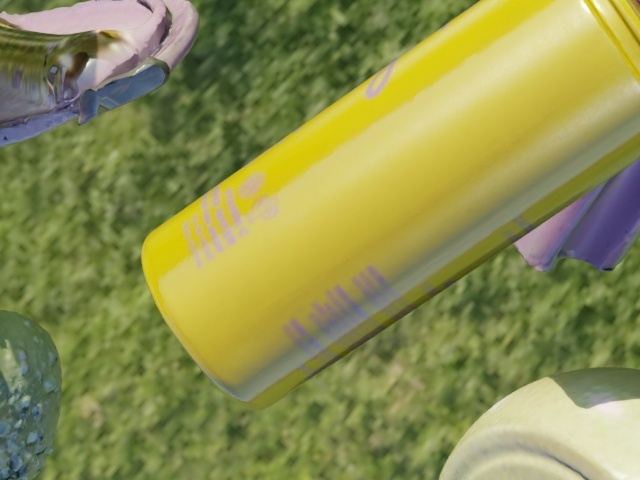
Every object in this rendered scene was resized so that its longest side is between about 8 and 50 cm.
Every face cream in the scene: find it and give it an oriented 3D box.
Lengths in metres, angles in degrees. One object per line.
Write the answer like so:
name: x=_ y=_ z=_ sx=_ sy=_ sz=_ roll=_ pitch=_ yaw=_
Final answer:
face cream: x=0.066 y=-0.044 z=0.674 sx=0.273 sy=0.078 sz=0.078 roll=-35 pitch=105 yaw=12

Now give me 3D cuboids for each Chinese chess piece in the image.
Chinese chess piece: x=0.168 y=0.195 z=1.081 sx=0.250 sy=0.101 sz=0.250 roll=29 pitch=127 yaw=47

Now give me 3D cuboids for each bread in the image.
bread: x=-0.238 y=0.085 z=1.128 sx=0.064 sy=0.172 sz=0.232 roll=25 pitch=152 yaw=43

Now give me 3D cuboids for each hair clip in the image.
hair clip: x=-0.174 y=-0.090 z=0.910 sx=0.359 sy=0.110 sz=0.095 roll=27 pitch=113 yaw=55

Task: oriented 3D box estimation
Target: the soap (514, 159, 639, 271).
soap: x=0.146 y=-0.093 z=0.938 sx=0.203 sy=0.065 sz=0.122 roll=-61 pitch=43 yaw=37
